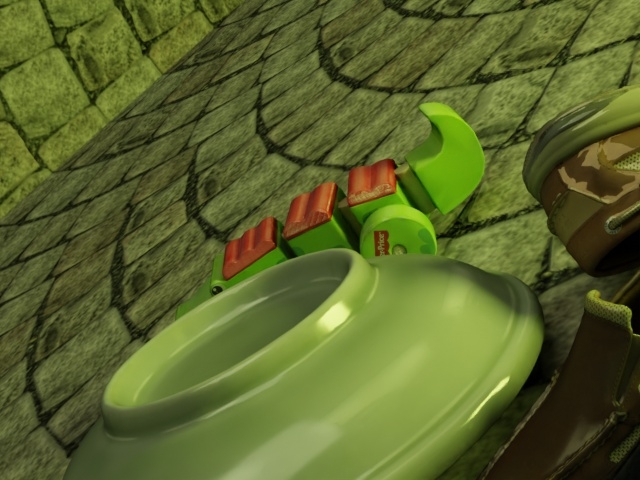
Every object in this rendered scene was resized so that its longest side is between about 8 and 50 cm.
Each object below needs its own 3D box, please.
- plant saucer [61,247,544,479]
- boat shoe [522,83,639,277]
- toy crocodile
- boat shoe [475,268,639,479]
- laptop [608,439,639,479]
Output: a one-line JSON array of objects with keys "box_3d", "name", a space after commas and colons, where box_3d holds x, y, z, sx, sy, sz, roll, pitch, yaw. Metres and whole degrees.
[{"box_3d": [-0.042, 0.101, 0.847, 0.400, 0.100, 0.400, -28, 13, 7], "name": "plant saucer"}, {"box_3d": [0.300, -0.061, 0.775, 0.324, 0.123, 0.116, -22, 59, 13], "name": "boat shoe"}, {"box_3d": [0.000, 0.000, 1.073, 0.340, 0.105, 0.115, -30, 23, 18], "name": "toy crocodile"}, {"box_3d": [0.175, 0.069, 0.697, 0.257, 0.095, 0.095, -42, 23, -12], "name": "boat shoe"}, {"box_3d": [0.275, 0.176, 0.332, 0.408, 0.236, 0.382, -13, 34, -15], "name": "laptop"}]
